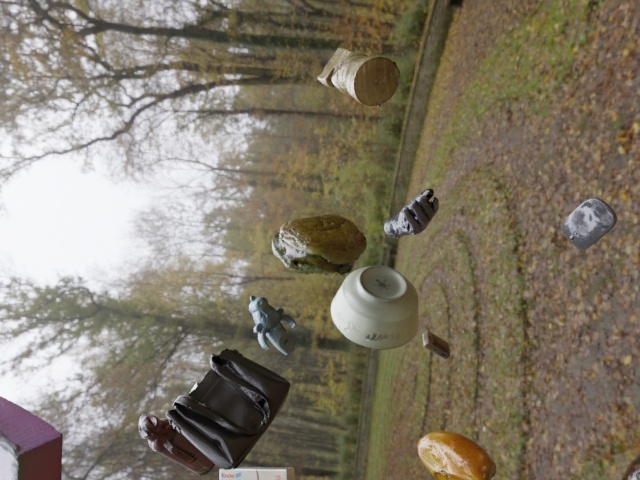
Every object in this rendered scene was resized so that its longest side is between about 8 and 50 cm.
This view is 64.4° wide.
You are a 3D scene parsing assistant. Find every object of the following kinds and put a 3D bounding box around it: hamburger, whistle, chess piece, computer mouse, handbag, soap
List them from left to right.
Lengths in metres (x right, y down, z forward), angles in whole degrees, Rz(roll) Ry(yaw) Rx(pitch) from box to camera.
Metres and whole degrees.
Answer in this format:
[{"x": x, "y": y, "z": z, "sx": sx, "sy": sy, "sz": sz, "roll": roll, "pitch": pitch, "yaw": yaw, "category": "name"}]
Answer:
[{"x": -0.493, "y": 0.395, "z": 0.799, "sx": 0.081, "sy": 0.181, "sz": 0.259, "roll": -12, "pitch": -68, "yaw": -61, "category": "soap"}, {"x": -0.252, "y": 0.451, "z": 1.410, "sx": 0.285, "sy": 0.257, "sz": 0.113, "roll": -50, "pitch": -16, "yaw": -37, "category": "handbag"}, {"x": -0.190, "y": 0.324, "z": 1.961, "sx": 0.180, "sy": 0.269, "sz": 0.093, "roll": -37, "pitch": -1, "yaw": -45, "category": "whistle"}, {"x": 0.000, "y": 0.001, "z": 1.615, "sx": 0.265, "sy": 0.285, "sz": 0.134, "roll": 44, "pitch": 129, "yaw": 38, "category": "hamburger"}, {"x": 0.092, "y": -0.471, "z": 1.421, "sx": 0.301, "sy": 0.137, "sz": 0.137, "roll": -129, "pitch": 38, "yaw": -55, "category": "chess piece"}, {"x": 0.863, "y": -0.049, "z": 1.650, "sx": 0.120, "sy": 0.057, "sz": 0.232, "roll": 56, "pitch": 162, "yaw": 20, "category": "computer mouse"}]

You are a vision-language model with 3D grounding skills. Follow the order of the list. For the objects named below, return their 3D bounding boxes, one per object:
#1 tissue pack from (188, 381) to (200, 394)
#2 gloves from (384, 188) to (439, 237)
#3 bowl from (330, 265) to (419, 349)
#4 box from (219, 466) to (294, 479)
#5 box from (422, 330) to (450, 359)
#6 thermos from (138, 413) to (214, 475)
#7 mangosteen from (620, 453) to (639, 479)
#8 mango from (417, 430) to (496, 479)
[{"x": -0.356, "y": 0.556, "z": 1.718, "sx": 0.090, "sy": 0.170, "sz": 0.103, "roll": -61, "pitch": 24, "yaw": 9, "category": "tissue pack"}, {"x": 0.315, "y": -0.088, "z": 1.725, "sx": 0.285, "sy": 0.119, "sz": 0.142, "roll": 129, "pitch": 160, "yaw": -66, "category": "gloves"}, {"x": 0.150, "y": 0.152, "z": 1.306, "sx": 0.238, "sy": 0.237, "sz": 0.126, "roll": -79, "pitch": -1, "yaw": -51, "category": "bowl"}, {"x": -0.192, "y": 0.832, "z": 1.545, "sx": 0.048, "sy": 0.273, "sz": 0.265, "roll": 19, "pitch": -118, "yaw": -55, "category": "box"}, {"x": 0.337, "y": 0.303, "z": 1.478, "sx": 0.024, "sy": 0.083, "sz": 0.053, "roll": -53, "pitch": 13, "yaw": 31, "category": "box"}, {"x": -0.490, "y": 0.701, "z": 1.730, "sx": 0.330, "sy": 0.109, "sz": 0.136, "roll": 53, "pitch": -166, "yaw": -38, "category": "thermos"}, {"x": 0.677, "y": 0.490, "z": 0.854, "sx": 0.330, "sy": 0.330, "sz": 0.330, "roll": 7, "pitch": -90, "yaw": -86, "category": "mangosteen"}, {"x": 0.385, "y": 0.634, "z": 1.470, "sx": 0.126, "sy": 0.252, "sz": 0.154, "roll": -27, "pitch": -70, "yaw": -34, "category": "mango"}]
